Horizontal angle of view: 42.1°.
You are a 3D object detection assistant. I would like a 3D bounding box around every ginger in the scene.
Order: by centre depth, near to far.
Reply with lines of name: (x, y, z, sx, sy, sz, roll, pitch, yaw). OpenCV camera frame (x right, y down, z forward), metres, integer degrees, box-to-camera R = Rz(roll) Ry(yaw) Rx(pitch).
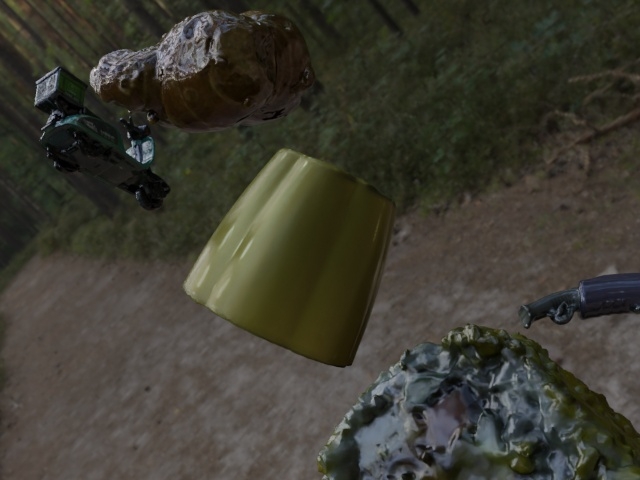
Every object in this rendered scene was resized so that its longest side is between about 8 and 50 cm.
ginger: (-0.148, -0.221, 1.142, 0.274, 0.152, 0.357, -13, 8, 20)

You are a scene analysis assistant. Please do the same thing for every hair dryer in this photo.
hair dryer: (0.419, 0.106, 0.983, 0.361, 0.121, 0.301, 0, 46, 11)

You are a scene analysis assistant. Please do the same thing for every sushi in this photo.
sushi: (0.201, 0.308, 0.964, 0.351, 0.240, 0.396, -48, 51, 12)

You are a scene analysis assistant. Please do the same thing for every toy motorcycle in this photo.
toy motorcycle: (-0.225, -0.101, 0.888, 0.058, 0.173, 0.100, -24, 53, 29)

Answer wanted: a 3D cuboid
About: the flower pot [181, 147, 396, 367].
flower pot: (-0.016, 0.012, 0.854, 0.179, 0.195, 0.195, -63, 15, 1)
